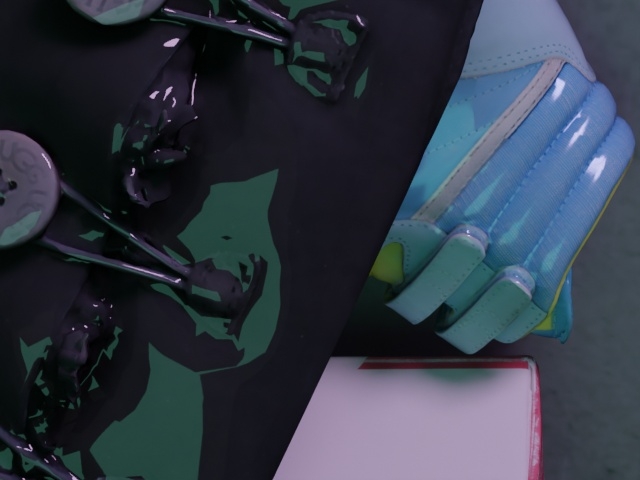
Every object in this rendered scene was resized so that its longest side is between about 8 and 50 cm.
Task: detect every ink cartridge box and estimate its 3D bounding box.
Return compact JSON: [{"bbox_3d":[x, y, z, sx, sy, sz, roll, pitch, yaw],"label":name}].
[{"bbox_3d":[0.034,0.163,0.648,0.158,0.092,0.218,-2,132,11],"label":"ink cartridge box"}]

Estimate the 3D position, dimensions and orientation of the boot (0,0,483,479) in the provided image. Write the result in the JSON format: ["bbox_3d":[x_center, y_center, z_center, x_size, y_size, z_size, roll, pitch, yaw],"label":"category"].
[{"bbox_3d":[-0.125,-0.091,0.486,0.367,0.146,0.445,27,100,17],"label":"boot"}]

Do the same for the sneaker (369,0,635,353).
[{"bbox_3d":[0.000,0.000,0.601,0.319,0.127,0.208,-34,102,21],"label":"sneaker"}]
